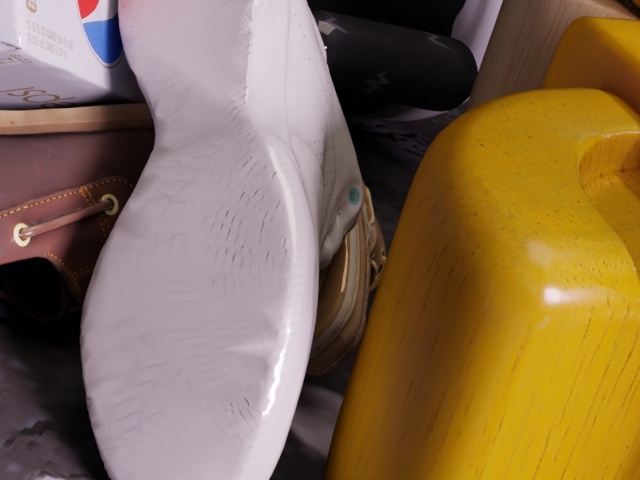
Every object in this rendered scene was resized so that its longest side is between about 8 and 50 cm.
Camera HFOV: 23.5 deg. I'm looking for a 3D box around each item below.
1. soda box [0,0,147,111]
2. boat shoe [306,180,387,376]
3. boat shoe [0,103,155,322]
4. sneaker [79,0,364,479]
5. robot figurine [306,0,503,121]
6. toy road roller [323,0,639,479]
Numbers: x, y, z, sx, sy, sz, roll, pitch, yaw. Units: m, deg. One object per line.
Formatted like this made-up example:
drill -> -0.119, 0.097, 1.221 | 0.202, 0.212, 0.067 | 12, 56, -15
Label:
soda box -> -0.098, -0.081, 0.548 | 0.069, 0.074, 0.216 | -4, -4, 11
boat shoe -> 0.000, 0.000, 0.606 | 0.059, 0.063, 0.170 | 43, 19, -28
boat shoe -> -0.100, -0.007, 0.514 | 0.207, 0.073, 0.073 | -4, 75, -47
sneaker -> -0.018, -0.006, 0.498 | 0.094, 0.080, 0.212 | 39, 45, -51
robot figurine -> -0.012, -0.160, 0.795 | 0.278, 0.209, 0.173 | 11, -13, -33
toy road roller -> 0.101, 0.009, 0.523 | 0.240, 0.202, 0.329 | 1, 33, -27
